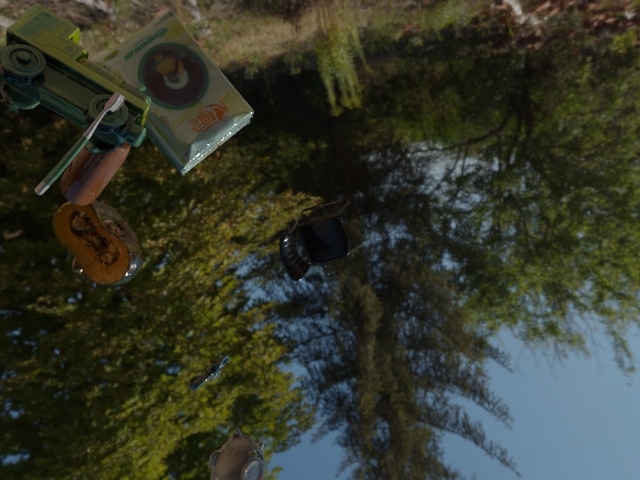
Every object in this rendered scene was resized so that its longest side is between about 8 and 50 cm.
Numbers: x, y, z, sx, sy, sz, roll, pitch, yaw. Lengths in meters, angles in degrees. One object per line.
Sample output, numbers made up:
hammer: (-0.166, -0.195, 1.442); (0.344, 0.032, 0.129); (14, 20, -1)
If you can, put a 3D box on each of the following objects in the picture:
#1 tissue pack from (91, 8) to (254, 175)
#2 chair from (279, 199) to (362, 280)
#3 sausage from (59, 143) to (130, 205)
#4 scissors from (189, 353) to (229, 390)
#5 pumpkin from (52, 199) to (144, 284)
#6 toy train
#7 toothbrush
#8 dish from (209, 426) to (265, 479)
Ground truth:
tissue pack: (-0.431, -0.433, 1.572); (0.287, 0.388, 0.162); (-42, -173, -13)
chair: (0.000, 0.000, 1.365); (0.145, 0.140, 0.221); (-12, -165, 24)
sausage: (-0.659, -0.225, 1.548); (0.304, 0.121, 0.121); (-39, 174, 34)
scissors: (-0.317, 0.388, 1.557); (0.138, 0.041, 0.289); (-43, 174, -15)
pumpkin: (-0.742, 0.016, 1.751); (0.221, 0.317, 0.139); (-40, -176, 10)
toy train: (-0.551, -0.357, 1.218); (0.150, 0.368, 0.237); (-44, -160, 50)
toothbrush: (-0.464, -0.185, 1.018); (0.257, 0.018, 0.024); (-47, 163, 4)
dish: (-0.232, 0.700, 1.630); (0.086, 0.228, 0.236); (0, 168, 37)
